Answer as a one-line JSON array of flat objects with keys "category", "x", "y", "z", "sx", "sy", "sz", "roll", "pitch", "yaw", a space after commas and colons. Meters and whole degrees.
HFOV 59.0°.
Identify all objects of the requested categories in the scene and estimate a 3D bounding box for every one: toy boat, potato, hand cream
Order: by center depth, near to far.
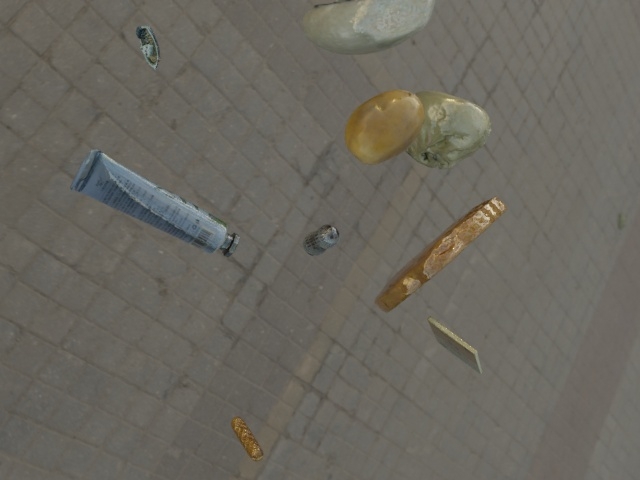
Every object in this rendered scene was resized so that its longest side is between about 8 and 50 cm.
[{"category": "hand cream", "x": -0.239, "y": -0.046, "z": 0.852, "sx": 0.256, "sy": 0.088, "sz": 0.055, "roll": 28, "pitch": 39, "yaw": -25}, {"category": "toy boat", "x": -0.331, "y": -0.371, "z": 1.092, "sx": 0.038, "sy": 0.038, "sz": 0.083, "roll": -32, "pitch": 119, "yaw": -33}, {"category": "potato", "x": 0.162, "y": -0.291, "z": 1.428, "sx": 0.233, "sy": 0.146, "sz": 0.150, "roll": -36, "pitch": 74, "yaw": -24}]

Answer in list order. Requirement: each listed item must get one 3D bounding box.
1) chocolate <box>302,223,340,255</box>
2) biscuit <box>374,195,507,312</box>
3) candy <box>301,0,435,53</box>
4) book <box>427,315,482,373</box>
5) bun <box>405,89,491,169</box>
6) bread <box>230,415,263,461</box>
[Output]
[{"category": "chocolate", "x": 0.000, "y": 0.000, "z": 1.596, "sx": 0.072, "sy": 0.167, "sz": 0.072, "roll": 6, "pitch": 74, "yaw": -22}, {"category": "biscuit", "x": 0.249, "y": 0.033, "z": 1.228, "sx": 0.351, "sy": 0.312, "sz": 0.057, "roll": -37, "pitch": 83, "yaw": -24}, {"category": "candy", "x": 0.134, "y": -0.698, "z": 1.799, "sx": 0.386, "sy": 0.426, "sz": 0.186, "roll": -31, "pitch": 125, "yaw": -32}, {"category": "book", "x": 0.285, "y": 0.222, "z": 1.190, "sx": 0.012, "sy": 0.118, "sz": 0.172, "roll": -49, "pitch": 148, "yaw": -8}, {"category": "bun", "x": 0.432, "y": -0.398, "z": 2.054, "sx": 0.326, "sy": 0.362, "sz": 0.235, "roll": 31, "pitch": 77, "yaw": -32}, {"category": "bread", "x": -0.222, "y": 0.599, "z": 1.709, "sx": 0.044, "sy": 0.157, "sz": 0.052, "roll": -31, "pitch": 142, "yaw": -18}]
